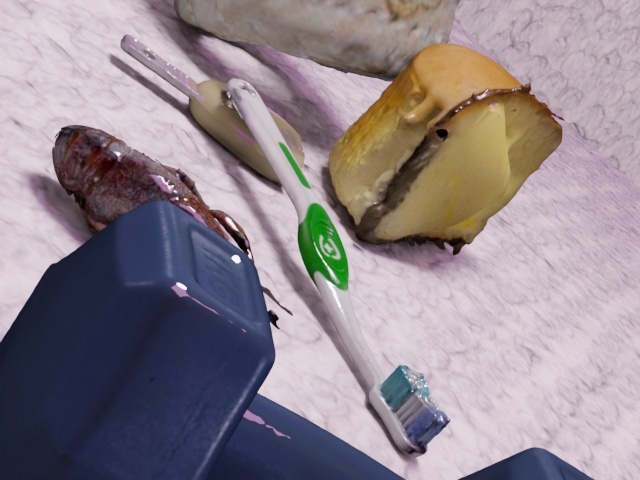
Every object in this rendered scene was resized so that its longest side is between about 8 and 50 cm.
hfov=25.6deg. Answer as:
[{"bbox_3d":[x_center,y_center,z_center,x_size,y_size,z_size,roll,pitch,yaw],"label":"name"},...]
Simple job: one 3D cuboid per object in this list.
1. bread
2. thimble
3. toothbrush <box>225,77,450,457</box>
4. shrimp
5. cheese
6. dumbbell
[{"bbox_3d":[0.119,-0.099,1.383,0.162,0.204,0.262,51,15,20],"label":"bread"},{"bbox_3d":[0.007,-0.278,1.463,0.291,0.195,0.291,17,9,-3],"label":"thimble"},{"bbox_3d":[-0.003,0.004,1.098,0.042,0.040,0.418,20,29,-40],"label":"toothbrush"},{"bbox_3d":[-0.096,-0.006,0.904,0.190,0.075,0.073,34,-15,-1],"label":"shrimp"},{"bbox_3d":[-0.096,-0.120,1.243,0.192,0.037,0.097,34,18,-21],"label":"cheese"},{"bbox_3d":[0.002,0.122,0.659,0.325,0.160,0.144,34,49,-24],"label":"dumbbell"}]
